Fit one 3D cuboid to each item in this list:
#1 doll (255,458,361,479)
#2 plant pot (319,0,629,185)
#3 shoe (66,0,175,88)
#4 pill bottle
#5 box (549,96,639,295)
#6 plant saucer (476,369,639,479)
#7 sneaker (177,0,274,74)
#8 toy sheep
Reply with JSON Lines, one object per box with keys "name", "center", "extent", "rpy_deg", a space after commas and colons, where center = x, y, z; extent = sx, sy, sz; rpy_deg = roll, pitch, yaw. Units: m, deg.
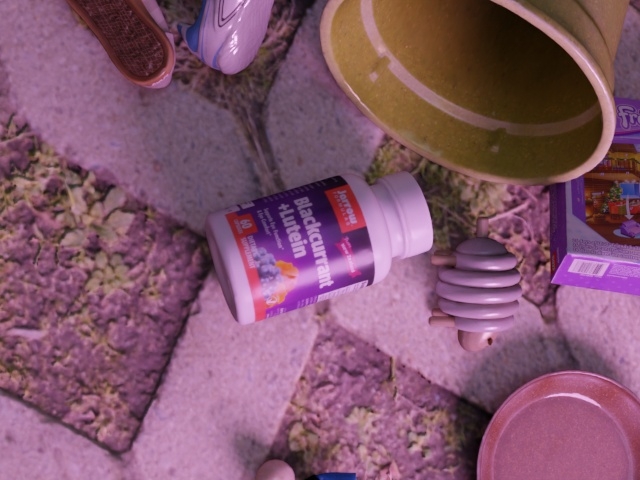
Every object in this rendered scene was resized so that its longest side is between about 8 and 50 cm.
{"name": "doll", "center": [0.009, 0.278, 0.919], "extent": [0.129, 0.046, 0.189], "rpy_deg": [-43, 92, -13]}
{"name": "plant pot", "center": [0.178, -0.233, 0.919], "extent": [0.276, 0.276, 0.254], "rpy_deg": [32, 68, -5]}
{"name": "shoe", "center": [-0.202, -0.237, 0.943], "extent": [0.077, 0.058, 0.219], "rpy_deg": [-30, 85, 9]}
{"name": "pill bottle", "center": [0.000, 0.000, 0.919], "extent": [0.194, 0.108, 0.108], "rpy_deg": [-17, 87, -12]}
{"name": "box", "center": [0.369, -0.034, 0.957], "extent": [0.293, 0.057, 0.201], "rpy_deg": [9, 57, -1]}
{"name": "plant saucer", "center": [0.242, 0.226, 0.972], "extent": [0.199, 0.036, 0.198], "rpy_deg": [1, 82, -11]}
{"name": "sneaker", "center": [-0.059, -0.269, 0.914], "extent": [0.086, 0.085, 0.237], "rpy_deg": [35, 110, 11]}
{"name": "toy sheep", "center": [0.149, 0.043, 0.953], "extent": [0.091, 0.091, 0.132], "rpy_deg": [-2, 102, -10]}
